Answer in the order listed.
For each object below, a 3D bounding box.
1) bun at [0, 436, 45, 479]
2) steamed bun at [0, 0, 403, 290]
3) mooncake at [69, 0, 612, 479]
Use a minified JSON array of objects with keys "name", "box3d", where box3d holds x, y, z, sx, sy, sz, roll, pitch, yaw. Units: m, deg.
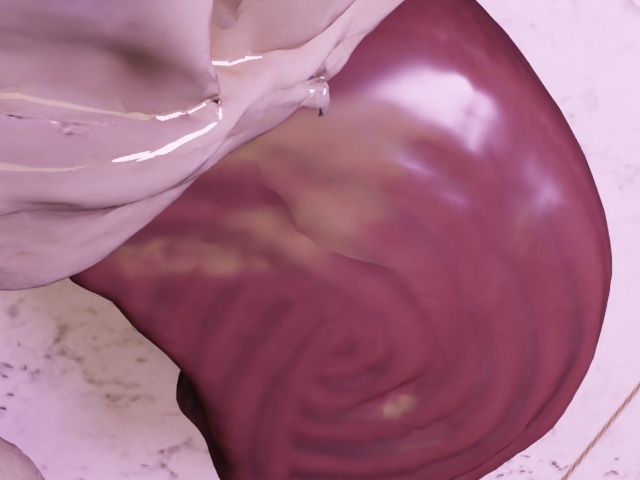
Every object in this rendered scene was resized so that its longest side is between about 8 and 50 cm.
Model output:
[{"name":"bun","box3d":[-0.264,0.210,0.919,0.239,0.141,0.239,-11,127,-14]},{"name":"steamed bun","box3d":[-0.117,-0.172,0.583,0.368,0.255,0.342,-39,94,1]},{"name":"mooncake","box3d":[0.000,0.000,0.830,0.334,0.174,0.325,1,125,-16]}]
